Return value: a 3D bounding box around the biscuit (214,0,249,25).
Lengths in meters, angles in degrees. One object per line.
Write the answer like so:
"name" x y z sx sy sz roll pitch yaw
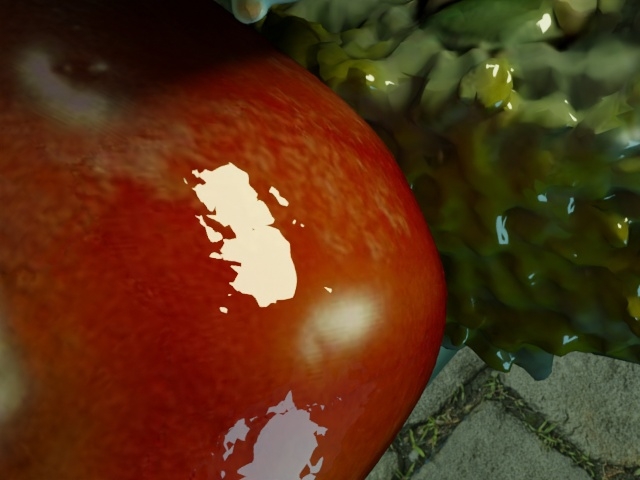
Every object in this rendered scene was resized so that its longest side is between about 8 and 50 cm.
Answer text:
"biscuit" 0.006 -0.101 1.032 0.040 0.199 0.121 -3 -152 41

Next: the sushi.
"sushi" 0.164 -0.116 0.863 0.351 0.240 0.396 -15 -147 19

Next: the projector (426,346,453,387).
"projector" 0.000 0.000 1.215 0.249 0.248 0.248 -44 171 -41

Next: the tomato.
"tomato" -0.114 0.053 0.687 0.290 0.293 0.325 -10 132 -61

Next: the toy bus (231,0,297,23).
"toy bus" -0.006 -0.170 0.626 0.133 0.165 0.276 -51 172 20
